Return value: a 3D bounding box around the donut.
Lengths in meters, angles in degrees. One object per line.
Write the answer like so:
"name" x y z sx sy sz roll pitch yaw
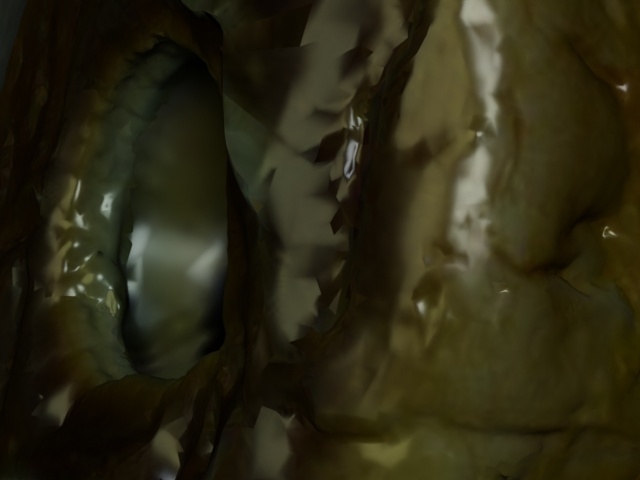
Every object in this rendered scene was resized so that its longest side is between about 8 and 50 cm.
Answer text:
"donut" 0.000 0.000 0.500 0.330 0.160 0.330 -30 55 55
